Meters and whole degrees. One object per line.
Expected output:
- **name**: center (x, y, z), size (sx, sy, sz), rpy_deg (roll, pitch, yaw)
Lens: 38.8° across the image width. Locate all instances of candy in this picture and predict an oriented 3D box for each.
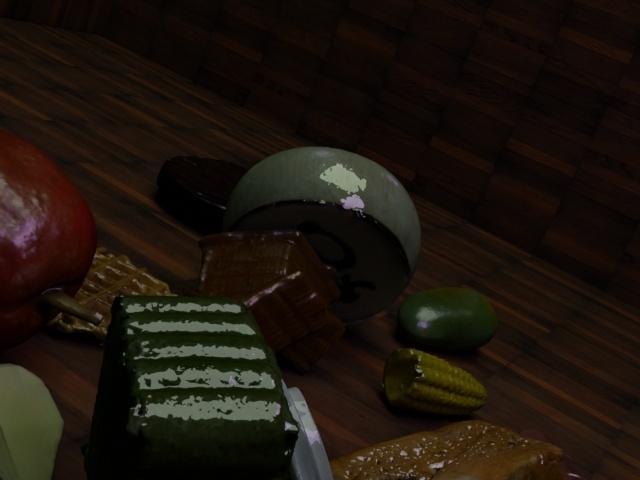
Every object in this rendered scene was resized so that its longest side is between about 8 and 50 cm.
- **candy**: center (0.196, 0.243, 1.492), size (0.198, 0.094, 0.106), rpy_deg (21, -22, -33)

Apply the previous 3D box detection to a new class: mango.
- **mango**: center (0.248, 0.161, 1.821), size (0.251, 0.114, 0.156), rpy_deg (-5, 39, -36)

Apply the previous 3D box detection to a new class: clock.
- **clock**: center (-0.028, 0.232, 0.968), size (0.053, 0.237, 0.236), rpy_deg (-14, 27, -13)

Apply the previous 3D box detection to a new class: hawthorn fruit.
- **hawthorn fruit**: center (-0.399, 0.014, 1.105), size (0.330, 0.287, 0.287), rpy_deg (31, 17, 9)

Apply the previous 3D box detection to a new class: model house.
- **model house**: center (-0.090, 0.109, 1.441), size (0.219, 0.199, 0.229), rpy_deg (-11, 37, 19)

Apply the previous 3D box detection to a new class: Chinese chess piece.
- **Chinese chess piece**: center (0.000, 0.000, 1.582), size (0.349, 0.349, 0.146), rpy_deg (20, 48, -10)

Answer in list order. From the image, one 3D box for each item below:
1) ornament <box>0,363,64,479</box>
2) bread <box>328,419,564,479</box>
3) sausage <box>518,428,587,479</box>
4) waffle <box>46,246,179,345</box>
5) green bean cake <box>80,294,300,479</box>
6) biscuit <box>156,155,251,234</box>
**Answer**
- **ornament**: center (-0.312, 0.200, 0.885), size (0.180, 0.059, 0.201), rpy_deg (62, 3, 15)
- **bread**: center (0.167, 0.315, 1.145), size (0.185, 0.109, 0.380), rpy_deg (17, 10, 39)
- **sausage**: center (0.352, 0.382, 1.258), size (0.087, 0.088, 0.433), rpy_deg (19, 16, -12)
- **waffle**: center (-0.349, 0.072, 1.362), size (0.281, 0.058, 0.300), rpy_deg (32, 17, 28)
- **green bean cake**: center (-0.130, 0.200, 0.849), size (0.156, 0.250, 0.247), rpy_deg (4, 22, -19)
- **biscuit**: center (-0.173, -0.076, 2.054), size (0.407, 0.091, 0.407), rpy_deg (20, 17, -6)
